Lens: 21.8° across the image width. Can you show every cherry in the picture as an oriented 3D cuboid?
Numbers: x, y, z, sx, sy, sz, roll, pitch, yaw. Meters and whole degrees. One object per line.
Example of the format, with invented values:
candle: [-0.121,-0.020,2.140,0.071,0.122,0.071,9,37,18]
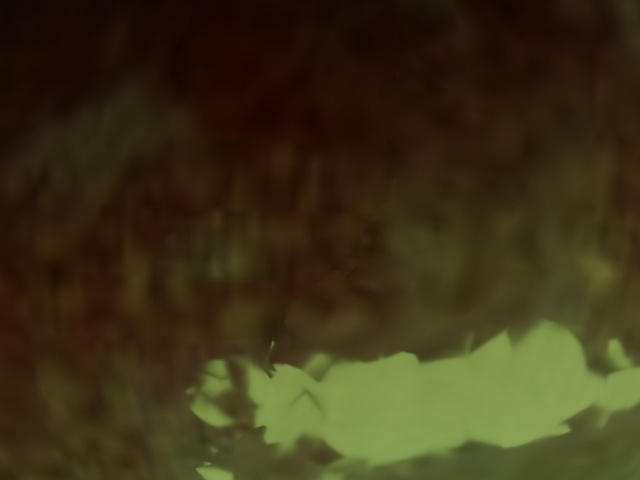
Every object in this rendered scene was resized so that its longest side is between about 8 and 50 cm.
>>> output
cherry: [0.006,0.005,0.603,0.335,0.291,0.326,-4,155,8]
